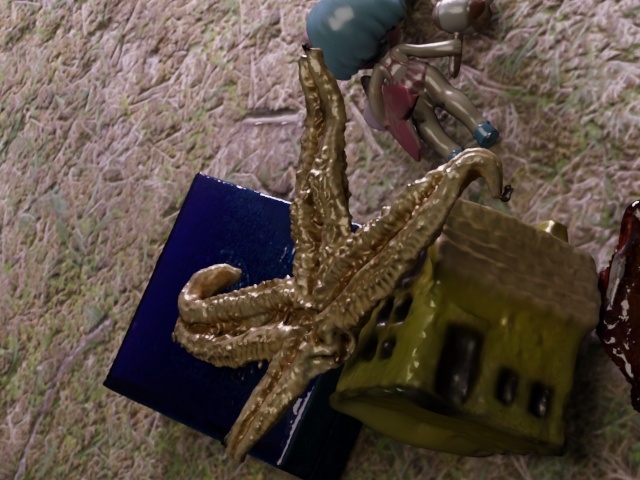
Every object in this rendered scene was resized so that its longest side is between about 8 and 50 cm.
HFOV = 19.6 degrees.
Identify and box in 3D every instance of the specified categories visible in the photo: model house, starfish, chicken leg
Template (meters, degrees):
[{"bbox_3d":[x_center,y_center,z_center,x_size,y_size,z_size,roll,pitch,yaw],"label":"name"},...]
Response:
[{"bbox_3d":[0.141,0.075,1.750,0.175,0.193,0.234,-26,45,62],"label":"model house"},{"bbox_3d":[0.000,0.000,1.758,0.432,0.082,0.324,-57,35,29],"label":"starfish"},{"bbox_3d":[0.298,0.057,1.751,0.093,0.053,0.205,12,82,26],"label":"chicken leg"}]

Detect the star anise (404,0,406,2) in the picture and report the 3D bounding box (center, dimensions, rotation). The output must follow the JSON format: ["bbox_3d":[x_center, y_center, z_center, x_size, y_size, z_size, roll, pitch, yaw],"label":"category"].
[{"bbox_3d":[0.084,-0.340,2.077,0.204,0.061,0.181,19,90,43],"label":"star anise"}]

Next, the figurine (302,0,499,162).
[{"bbox_3d":[0.096,-0.194,1.965,0.205,0.103,0.260,-51,63,20],"label":"figurine"}]

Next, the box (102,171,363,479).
[{"bbox_3d":[-0.061,0.090,1.969,0.279,0.116,0.261,19,82,39],"label":"box"}]
